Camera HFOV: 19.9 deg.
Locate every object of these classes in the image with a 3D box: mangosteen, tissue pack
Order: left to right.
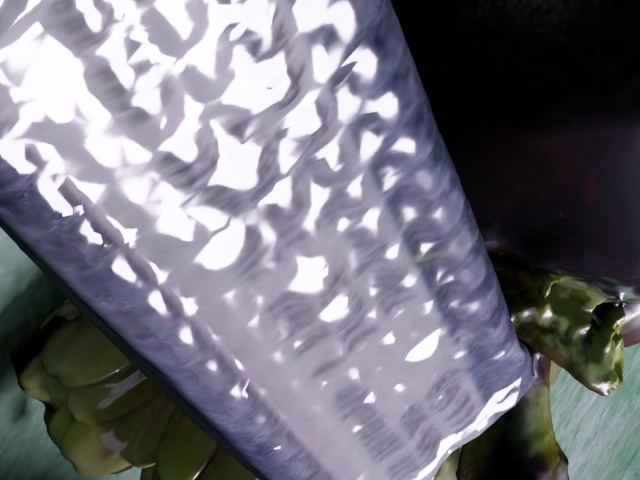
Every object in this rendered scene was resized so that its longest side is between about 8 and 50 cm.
[{"bbox_3d":[-0.086,-0.079,0.573,0.124,0.288,0.394,-43,154,-7],"label":"tissue pack"},{"bbox_3d":[0.106,-0.031,0.764,0.231,0.231,0.289,28,68,-65],"label":"mangosteen"}]

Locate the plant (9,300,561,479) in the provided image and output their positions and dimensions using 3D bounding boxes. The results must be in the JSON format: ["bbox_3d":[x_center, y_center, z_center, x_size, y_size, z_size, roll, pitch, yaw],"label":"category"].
[{"bbox_3d":[-0.015,-0.020,0.958,0.306,0.297,0.261,-19,127,11],"label":"plant"}]
